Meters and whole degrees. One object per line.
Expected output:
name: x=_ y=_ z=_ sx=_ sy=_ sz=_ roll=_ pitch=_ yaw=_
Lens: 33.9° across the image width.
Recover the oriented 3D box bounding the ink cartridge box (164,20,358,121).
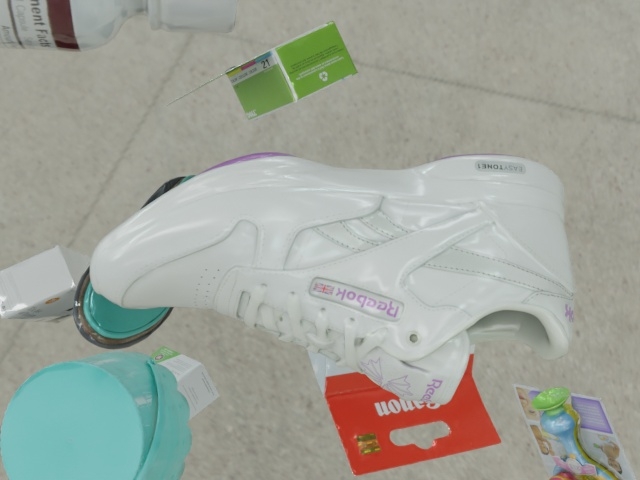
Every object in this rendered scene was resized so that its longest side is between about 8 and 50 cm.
ink cartridge box: x=-0.099 y=-0.246 z=1.697 sx=0.255 sy=0.097 sz=0.189 roll=-31 pitch=11 yaw=-25

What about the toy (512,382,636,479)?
toy: x=0.281 y=0.272 z=1.135 sx=0.056 sy=0.237 sz=0.137 roll=-28 pitch=14 yaw=-28

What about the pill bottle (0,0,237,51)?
pill bottle: x=-0.257 y=-0.254 z=0.769 sx=0.393 sy=0.224 sz=0.224 roll=0 pitch=60 yaw=-8

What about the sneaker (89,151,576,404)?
sneaker: x=0.015 y=0.026 z=0.639 sx=0.305 sy=0.114 sz=0.152 roll=-4 pitch=68 yaw=-7

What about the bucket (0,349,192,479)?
bucket: x=-0.356 y=0.312 z=1.672 sx=0.281 sy=0.183 sz=0.281 roll=-1 pitch=84 yaw=14

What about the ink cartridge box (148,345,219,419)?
ink cartridge box: x=-0.335 y=0.317 z=2.046 sx=0.219 sy=0.092 sz=0.160 roll=-37 pitch=28 yaw=-26

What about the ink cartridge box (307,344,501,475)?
ink cartridge box: x=0.130 y=0.160 z=1.697 sx=0.091 sy=0.308 sz=0.384 roll=-48 pitch=54 yaw=48

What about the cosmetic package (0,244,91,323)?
cosmetic package: x=-0.338 y=0.062 z=1.348 sx=0.099 sy=0.239 sz=0.060 roll=-26 pitch=84 yaw=-1

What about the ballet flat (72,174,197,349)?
ballet flat: x=-0.139 y=0.024 z=0.803 sx=0.074 sy=0.074 sz=0.203 roll=-1 pitch=34 yaw=22
